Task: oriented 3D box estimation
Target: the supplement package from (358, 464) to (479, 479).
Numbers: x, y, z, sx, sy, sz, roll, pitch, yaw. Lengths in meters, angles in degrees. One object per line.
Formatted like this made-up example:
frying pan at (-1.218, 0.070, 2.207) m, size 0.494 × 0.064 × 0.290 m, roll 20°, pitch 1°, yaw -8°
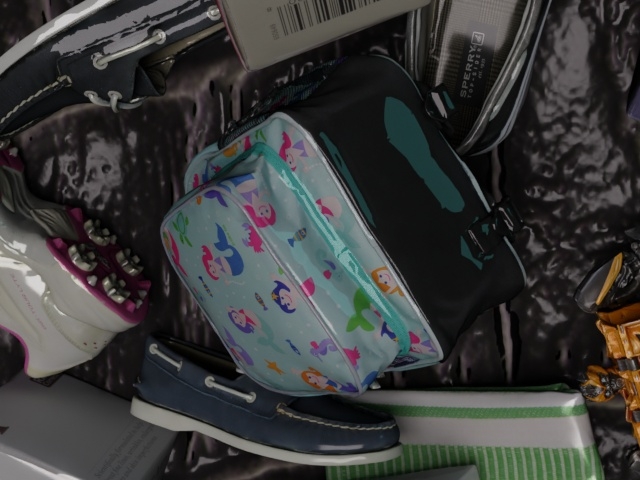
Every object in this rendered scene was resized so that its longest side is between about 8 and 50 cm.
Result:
supplement package at (0.048, 0.343, 1.111) m, size 0.175 × 0.177 × 0.293 m, roll -13°, pitch 92°, yaw 27°

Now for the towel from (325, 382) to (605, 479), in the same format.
towel at (0.121, 0.279, 1.185) m, size 0.248 × 0.038 × 0.325 m, roll -4°, pitch 94°, yaw 26°

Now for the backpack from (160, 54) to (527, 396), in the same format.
backpack at (0.000, 0.000, 1.069) m, size 0.191 × 0.253 × 0.225 m, roll -37°, pitch 100°, yaw -20°

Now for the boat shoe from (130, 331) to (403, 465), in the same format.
boat shoe at (-0.045, 0.126, 1.184) m, size 0.254 × 0.095 × 0.079 m, roll 9°, pitch 93°, yaw 37°

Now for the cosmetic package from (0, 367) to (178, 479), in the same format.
cosmetic package at (-0.234, 0.232, 1.243) m, size 0.151 × 0.151 × 0.184 m, roll 23°, pitch 111°, yaw 5°

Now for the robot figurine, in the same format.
robot figurine at (0.334, 0.068, 1.081) m, size 0.291 × 0.085 × 0.211 m, roll -19°, pitch 97°, yaw 3°

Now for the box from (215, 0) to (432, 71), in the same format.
box at (-0.030, -0.259, 0.999) m, size 0.148 × 0.127 × 0.232 m, roll -21°, pitch 68°, yaw 0°

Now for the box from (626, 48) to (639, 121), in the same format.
box at (0.397, -0.175, 0.946) m, size 0.296 × 0.183 × 0.294 m, roll 23°, pitch 121°, yaw 5°

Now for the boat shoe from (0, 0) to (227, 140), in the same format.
boat shoe at (-0.147, -0.152, 1.131) m, size 0.302 × 0.114 × 0.091 m, roll -33°, pitch 91°, yaw 20°

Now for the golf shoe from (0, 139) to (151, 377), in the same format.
golf shoe at (-0.288, -0.010, 1.207) m, size 0.306 × 0.115 × 0.140 m, roll 45°, pitch 113°, yaw -2°

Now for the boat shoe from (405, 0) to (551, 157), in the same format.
boat shoe at (0.130, -0.214, 1.048) m, size 0.121 × 0.119 × 0.335 m, roll 8°, pitch 108°, yaw 10°
